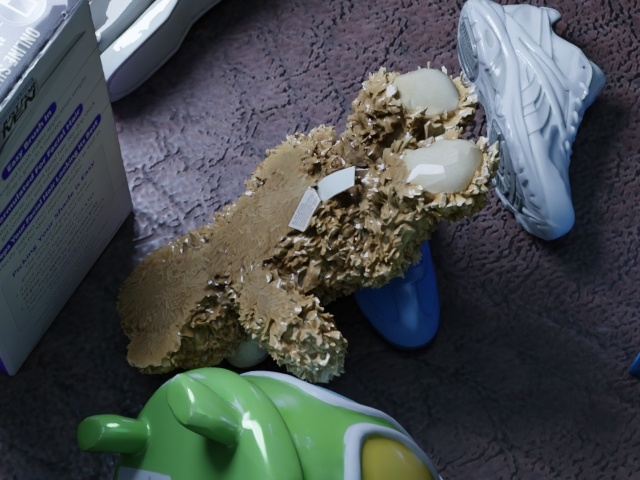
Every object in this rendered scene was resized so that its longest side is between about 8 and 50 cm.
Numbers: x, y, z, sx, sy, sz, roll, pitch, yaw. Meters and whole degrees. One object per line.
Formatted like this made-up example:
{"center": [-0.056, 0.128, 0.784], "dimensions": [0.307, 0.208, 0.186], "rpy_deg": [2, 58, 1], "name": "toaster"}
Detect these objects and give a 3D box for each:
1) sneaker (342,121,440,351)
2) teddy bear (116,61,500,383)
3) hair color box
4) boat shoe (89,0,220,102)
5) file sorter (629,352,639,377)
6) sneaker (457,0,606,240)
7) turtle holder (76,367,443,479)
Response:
{"center": [0.054, -0.013, 1.431], "dimensions": [0.069, 0.082, 0.209], "rpy_deg": [-8, 67, -7], "name": "sneaker"}
{"center": [0.000, 0.000, 1.343], "dimensions": [0.338, 0.113, 0.245], "rpy_deg": [-46, 41, 7], "name": "teddy bear"}
{"center": [-0.245, -0.050, 1.297], "dimensions": [0.110, 0.339, 0.185], "rpy_deg": [29, 68, 11], "name": "hair color box"}
{"center": [-0.112, -0.253, 1.520], "dimensions": [0.091, 0.109, 0.305], "rpy_deg": [42, 75, 11], "name": "boat shoe"}
{"center": [0.346, 0.052, 1.388], "dimensions": [0.104, 0.118, 0.170], "rpy_deg": [36, 70, 11], "name": "file sorter"}
{"center": [0.194, -0.112, 1.476], "dimensions": [0.115, 0.090, 0.232], "rpy_deg": [-8, 67, -9], "name": "sneaker"}
{"center": [-0.015, 0.195, 1.215], "dimensions": [0.227, 0.320, 0.243], "rpy_deg": [6, 55, -32], "name": "turtle holder"}
